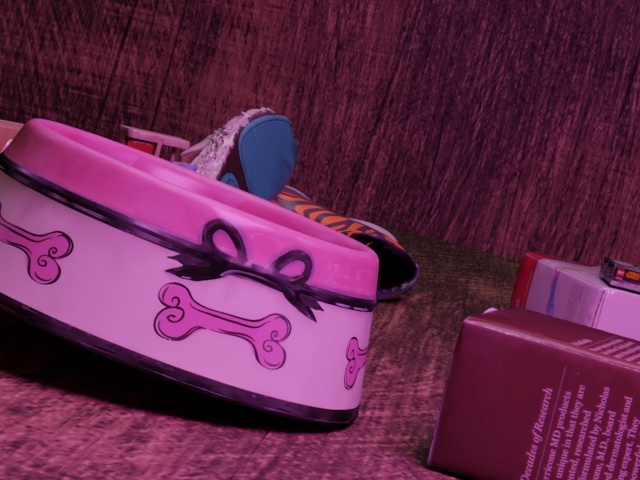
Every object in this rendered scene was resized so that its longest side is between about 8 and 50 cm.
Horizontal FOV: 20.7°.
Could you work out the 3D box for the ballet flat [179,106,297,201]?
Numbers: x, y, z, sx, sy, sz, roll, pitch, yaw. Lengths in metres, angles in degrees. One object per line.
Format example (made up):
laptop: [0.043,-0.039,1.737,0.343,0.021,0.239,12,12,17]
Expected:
ballet flat: [-0.155,-0.079,2.383,0.147,0.147,0.409,15,27,12]

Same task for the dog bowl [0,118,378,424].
dog bowl: [-0.130,0.018,1.569,0.408,0.150,0.408,22,3,-1]

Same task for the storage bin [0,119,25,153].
storage bin: [-0.420,-0.091,2.373,0.262,0.123,0.260,20,7,43]

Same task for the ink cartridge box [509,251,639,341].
ink cartridge box: [0.402,0.116,2.313,0.226,0.131,0.306,13,7,-13]

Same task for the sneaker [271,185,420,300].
sneaker: [0.000,0.000,2.507,0.321,0.124,0.180,12,5,-18]

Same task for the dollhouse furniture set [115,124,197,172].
dollhouse furniture set: [-0.212,-0.028,1.918,0.129,0.183,0.129,11,6,-28]

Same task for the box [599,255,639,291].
box: [0.425,0.054,2.196,0.137,0.027,0.094,14,6,-2]

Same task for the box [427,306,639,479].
box: [0.302,0.171,1.460,0.381,0.143,0.191,18,7,19]
